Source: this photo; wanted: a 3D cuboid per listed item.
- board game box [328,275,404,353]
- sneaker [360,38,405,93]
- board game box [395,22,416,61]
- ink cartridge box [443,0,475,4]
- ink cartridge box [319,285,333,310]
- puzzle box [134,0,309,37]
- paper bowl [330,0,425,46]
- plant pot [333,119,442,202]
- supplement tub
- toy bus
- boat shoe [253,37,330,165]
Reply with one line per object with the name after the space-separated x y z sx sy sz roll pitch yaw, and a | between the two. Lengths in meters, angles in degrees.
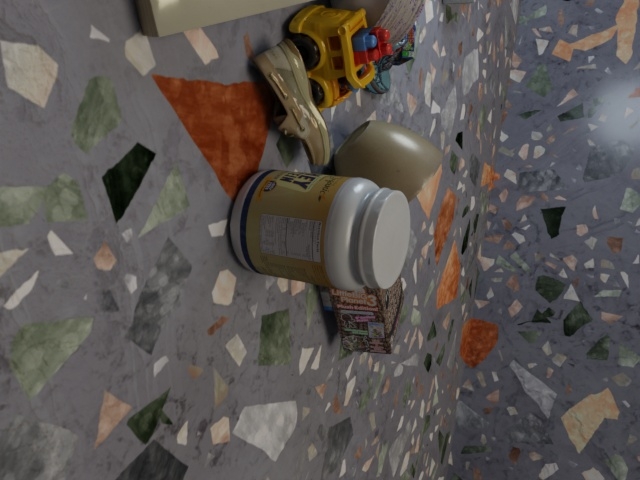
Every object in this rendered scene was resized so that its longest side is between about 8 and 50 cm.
0.133 0.131 1.644 0.232 0.141 0.291 -68 152 -47 | board game box
0.166 -0.506 1.579 0.104 0.125 0.262 -59 145 -35 | sneaker
0.232 -0.577 1.674 0.201 0.035 0.136 -109 -159 -78 | board game box
0.521 -1.023 2.110 0.289 0.121 0.211 -65 149 -30 | ink cartridge box
0.025 0.145 1.606 0.048 0.028 0.083 -54 141 -44 | ink cartridge box
-0.135 -0.510 0.961 0.408 0.052 0.272 -30 125 -36 | puzzle box
0.123 -0.595 1.344 0.148 0.284 0.285 8 91 -27 | paper bowl
0.144 -0.197 1.529 0.191 0.284 0.284 44 50 -14 | plant pot
0.003 -0.022 1.201 0.228 0.316 0.229 -28 122 -58 | supplement tub
0.055 -0.401 1.309 0.149 0.211 0.220 -56 145 -42 | toy bus
-0.059 -0.276 1.263 0.098 0.109 0.302 -29 135 -8 | boat shoe
